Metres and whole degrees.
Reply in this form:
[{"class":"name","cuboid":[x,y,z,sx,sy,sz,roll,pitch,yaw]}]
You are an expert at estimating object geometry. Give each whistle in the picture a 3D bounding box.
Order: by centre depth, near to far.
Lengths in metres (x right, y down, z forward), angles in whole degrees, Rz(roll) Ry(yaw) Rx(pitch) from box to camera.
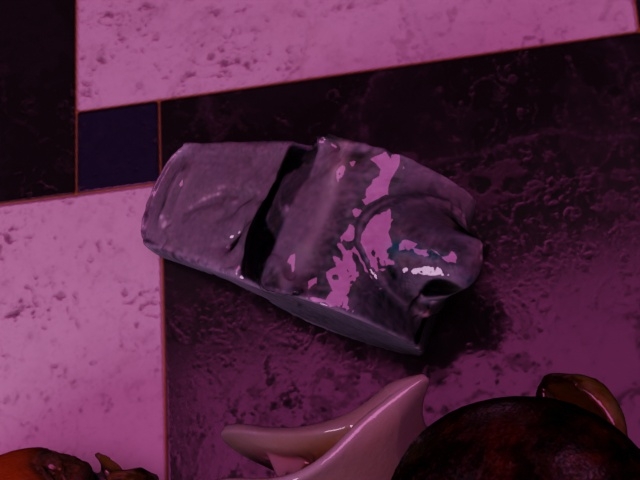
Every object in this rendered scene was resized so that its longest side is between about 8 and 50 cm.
[{"class":"whistle","cuboid":[-0.021,-0.012,1.278,0.405,0.188,0.168,17,79,17]}]

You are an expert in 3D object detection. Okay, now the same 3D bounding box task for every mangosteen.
[{"class":"mangosteen","cuboid":[0.197,0.265,1.121,0.288,0.288,0.288,-3,73,12]}]

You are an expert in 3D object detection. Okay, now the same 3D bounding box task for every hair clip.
[{"class":"hair clip","cuboid":[-0.002,0.232,1.224,0.282,0.172,0.113,-9,53,21]}]

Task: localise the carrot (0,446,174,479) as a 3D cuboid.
[{"class":"carrot","cuboid":[-0.307,0.318,1.241,0.331,0.193,0.214,-32,29,-2]}]
